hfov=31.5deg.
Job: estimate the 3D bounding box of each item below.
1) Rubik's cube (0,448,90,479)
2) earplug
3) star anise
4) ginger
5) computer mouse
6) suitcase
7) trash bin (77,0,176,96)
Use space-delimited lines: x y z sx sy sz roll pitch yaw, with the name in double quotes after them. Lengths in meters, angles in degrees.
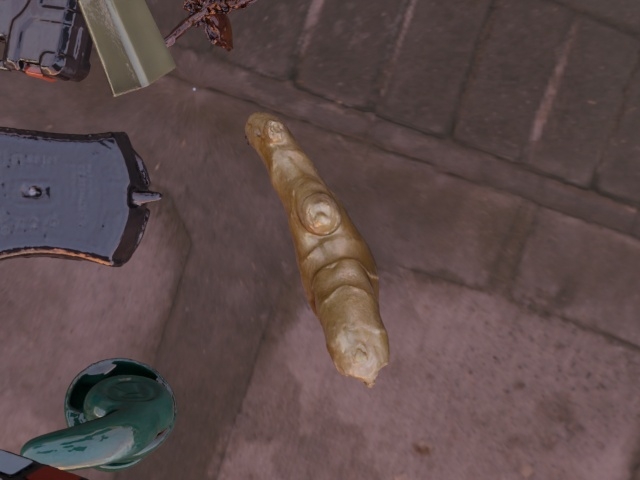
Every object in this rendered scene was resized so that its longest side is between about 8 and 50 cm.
-0.271 0.296 0.986 0.160 0.163 0.162 15 103 15 "Rubik's cube"
-0.308 0.278 1.636 0.163 0.280 0.257 24 56 0 "earplug"
-0.188 -0.344 1.742 0.158 0.144 0.140 31 135 1 "star anise"
0.000 0.000 1.142 0.081 0.148 0.334 -27 69 12 "ginger"
-0.300 -0.046 1.197 0.264 0.088 0.147 2 92 -8 "computer mouse"
-0.402 -0.315 1.424 0.285 0.066 0.206 12 91 24 "suitcase"
-0.175 -0.185 1.023 0.043 0.061 0.092 -10 112 28 "trash bin"
